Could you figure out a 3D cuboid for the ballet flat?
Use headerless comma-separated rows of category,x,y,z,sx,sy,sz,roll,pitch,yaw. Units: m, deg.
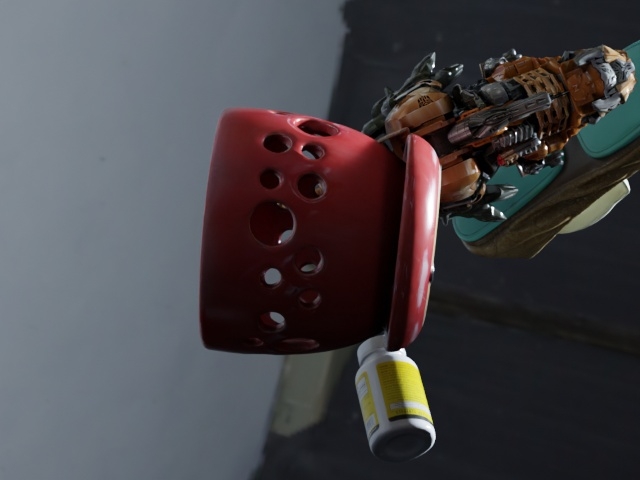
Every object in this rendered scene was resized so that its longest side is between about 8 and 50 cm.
ballet flat,0.285,-0.084,1.501,0.124,0.342,0.116,21,40,-35

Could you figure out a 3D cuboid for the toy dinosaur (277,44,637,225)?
toy dinosaur,0.108,-0.095,1.297,0.218,0.321,0.164,-125,-147,-89

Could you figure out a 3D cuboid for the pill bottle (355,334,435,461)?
pill bottle,0.069,0.152,1.445,0.065,0.065,0.116,61,12,-50

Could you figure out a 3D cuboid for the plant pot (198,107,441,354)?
plant pot,0.000,0.000,1.145,0.191,0.174,0.191,8,90,-89
